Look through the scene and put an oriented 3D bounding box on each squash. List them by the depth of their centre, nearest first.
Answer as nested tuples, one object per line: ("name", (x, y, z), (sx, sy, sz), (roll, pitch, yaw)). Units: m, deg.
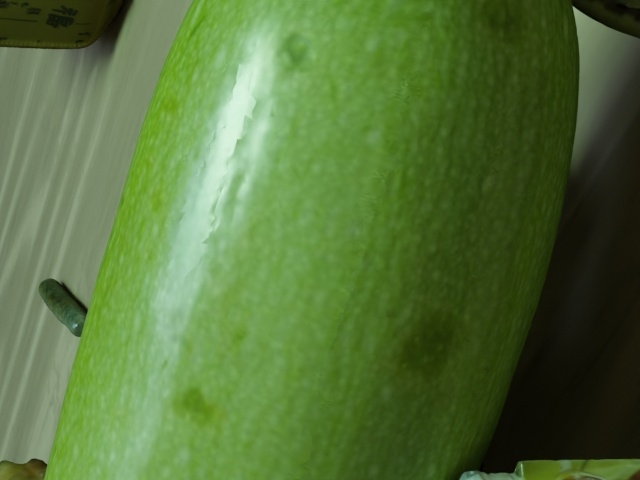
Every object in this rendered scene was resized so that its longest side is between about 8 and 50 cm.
("squash", (0.000, 0.000, 0.440), (0.132, 0.132, 0.247), (46, 125, 58))

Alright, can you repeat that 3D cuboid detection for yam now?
("yam", (-0.201, 0.053, 1.163), (0.116, 0.021, 0.021), (-147, 63, -62))

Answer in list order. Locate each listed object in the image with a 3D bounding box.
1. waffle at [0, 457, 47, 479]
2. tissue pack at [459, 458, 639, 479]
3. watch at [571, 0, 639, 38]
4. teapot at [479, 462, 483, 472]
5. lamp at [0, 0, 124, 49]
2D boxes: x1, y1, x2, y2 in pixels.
("waffle", (-0.072, 0.297, 0.578), (0.348, 0.077, 0.304), (39, 121, 25))
("tissue pack", (0.094, 0.145, 0.397), (0.148, 0.099, 0.106), (-123, 40, -52))
("watch", (0.125, -0.121, 0.386), (0.268, 0.102, 0.165), (50, 140, 44))
("teapot", (0.002, 0.050, 0.598), (0.178, 0.135, 0.252), (42, 117, 15))
("lamp", (-0.234, -0.214, 1.064), (0.161, 0.185, 0.161), (179, 90, -66))
